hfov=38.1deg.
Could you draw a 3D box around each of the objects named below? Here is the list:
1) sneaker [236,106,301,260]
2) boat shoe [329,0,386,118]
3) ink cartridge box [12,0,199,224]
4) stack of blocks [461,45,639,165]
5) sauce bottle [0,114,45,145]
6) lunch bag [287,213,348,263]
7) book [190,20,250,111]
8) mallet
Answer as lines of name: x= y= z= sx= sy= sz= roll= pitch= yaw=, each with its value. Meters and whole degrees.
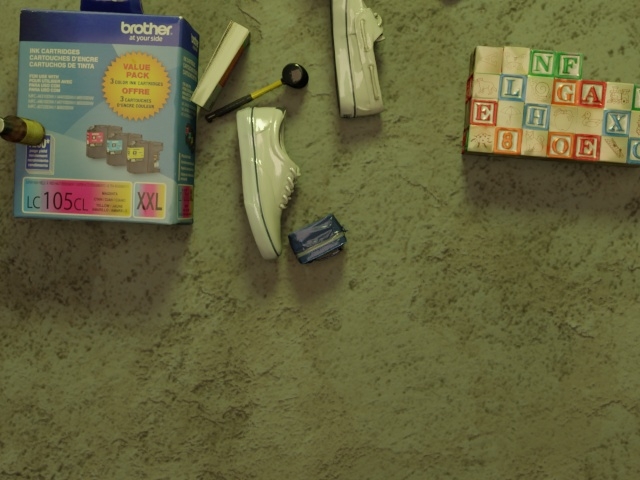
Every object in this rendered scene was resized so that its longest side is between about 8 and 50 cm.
sneaker: x=-0.079 y=-0.098 z=1.532 sx=0.091 sy=0.094 sz=0.258 roll=-8 pitch=91 yaw=7
boat shoe: x=0.063 y=-0.337 z=1.520 sx=0.088 sy=0.096 sz=0.268 roll=-5 pitch=93 yaw=-1
ink cartridge box: x=-0.345 y=-0.227 z=1.515 sx=0.269 sy=0.151 sz=0.396 roll=2 pitch=91 yaw=2
stack of blocks: x=0.389 y=-0.216 z=1.512 sx=0.297 sy=0.087 sz=0.171 roll=5 pitch=92 yaw=2
sauce bottle: x=-0.455 y=-0.166 z=1.385 sx=0.042 sy=0.128 sz=0.042 roll=0 pitch=90 yaw=6
lunch bag: x=0.000 y=0.000 z=1.546 sx=0.098 sy=0.067 sz=0.065 roll=-26 pitch=91 yaw=2
book: x=-0.162 y=-0.283 z=1.529 sx=0.035 sy=0.096 sz=0.144 roll=29 pitch=92 yaw=0
mallet: x=-0.105 y=-0.245 z=1.563 sx=0.189 sy=0.062 sz=0.039 roll=-24 pitch=88 yaw=18
